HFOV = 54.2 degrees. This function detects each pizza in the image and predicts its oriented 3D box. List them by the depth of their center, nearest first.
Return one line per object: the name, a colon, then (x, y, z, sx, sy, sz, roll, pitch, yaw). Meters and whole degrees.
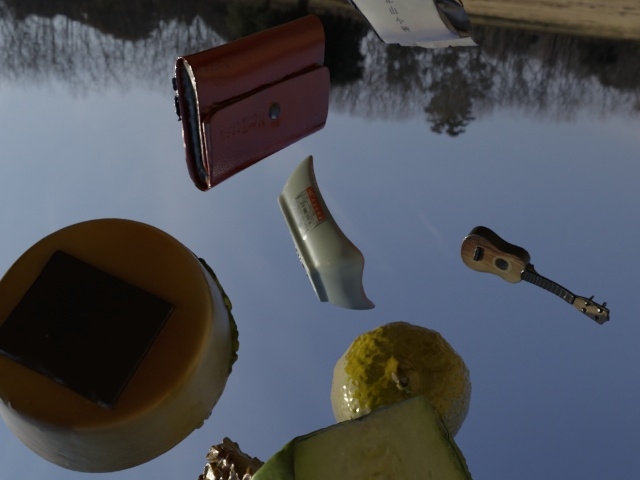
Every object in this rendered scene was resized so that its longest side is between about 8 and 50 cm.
pizza: (-0.121, 0.339, 0.838, 0.062, 0.182, 0.161, 16, -140, -32)

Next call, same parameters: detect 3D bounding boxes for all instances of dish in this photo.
dish: (0.000, 0.000, 0.912, 0.077, 0.151, 0.213, -23, -125, -2)

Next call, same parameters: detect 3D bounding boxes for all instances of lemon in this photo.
lemon: (0.150, 0.292, 1.195, 0.267, 0.269, 0.322, 8, 160, 1)

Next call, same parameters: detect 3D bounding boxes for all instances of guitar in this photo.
guitar: (0.367, 0.060, 1.069, 0.271, 0.084, 0.038, 29, -128, 28)

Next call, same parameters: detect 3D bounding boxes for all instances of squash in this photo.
squash: (0.081, 0.337, 0.552, 0.233, 0.210, 0.309, -1, -139, -44)

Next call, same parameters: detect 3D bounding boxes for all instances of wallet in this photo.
wallet: (-0.066, -0.155, 0.685, 0.045, 0.143, 0.204, 23, -140, 31)

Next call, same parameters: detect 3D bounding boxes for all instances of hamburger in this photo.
hamburger: (-0.241, 0.119, 0.746, 0.299, 0.176, 0.301, 1, -119, -3)

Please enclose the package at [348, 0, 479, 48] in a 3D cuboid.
package: (0.150, -0.427, 1.144, 0.203, 0.062, 0.250, 19, 177, 45)
